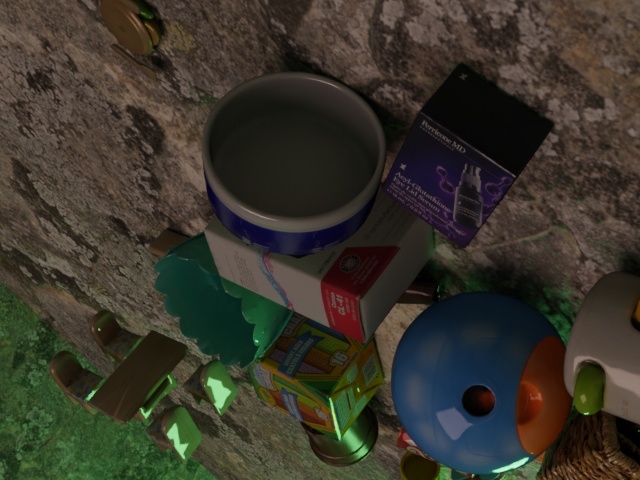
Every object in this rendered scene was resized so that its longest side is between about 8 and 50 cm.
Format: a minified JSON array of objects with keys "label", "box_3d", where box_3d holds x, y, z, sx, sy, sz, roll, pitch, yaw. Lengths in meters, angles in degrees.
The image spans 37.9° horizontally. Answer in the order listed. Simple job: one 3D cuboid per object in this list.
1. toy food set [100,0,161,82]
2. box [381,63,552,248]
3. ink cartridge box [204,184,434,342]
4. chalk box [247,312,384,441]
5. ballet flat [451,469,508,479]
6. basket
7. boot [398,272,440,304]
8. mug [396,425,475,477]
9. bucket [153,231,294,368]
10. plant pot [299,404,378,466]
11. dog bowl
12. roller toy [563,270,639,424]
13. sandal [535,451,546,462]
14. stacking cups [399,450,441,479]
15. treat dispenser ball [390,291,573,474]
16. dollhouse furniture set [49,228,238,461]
[{"label":"toy food set","box_3d":[-0.319,-0.367,1.577,0.132,0.038,0.192,38,157,18]},{"label":"box","box_3d":[0.193,-0.110,1.266,0.153,0.108,0.207,35,151,8]},{"label":"ink cartridge box","box_3d":[0.000,0.000,1.522,0.306,0.226,0.131,23,148,25]},{"label":"chalk box","box_3d":[-0.040,0.257,1.979,0.289,0.179,0.180,21,146,29]},{"label":"ballet flat","box_3d":[0.357,0.490,1.986,0.067,0.073,0.206,18,159,-18]},{"label":"basket","box_3d":[0.531,0.362,1.436,0.299,0.213,0.223,39,148,2]},{"label":"boot","box_3d":[0.109,0.094,1.669,0.207,0.090,0.248,13,170,9]},{"label":"mug","box_3d":[0.253,0.412,1.920,0.169,0.113,0.150,24,174,18]},{"label":"bucket","box_3d":[-0.173,0.093,1.861,0.281,0.183,0.281,28,141,25]},{"label":"plant pot","box_3d":[0.030,0.402,2.081,0.167,0.167,0.165,22,160,28]},{"label":"dog bowl","box_3d":[-0.040,-0.115,1.366,0.265,0.265,0.104,32,153,13]},{"label":"roller toy","box_3d":[0.435,0.146,1.268,0.146,0.209,0.191,19,-176,33]},{"label":"sandal","box_3d":[0.337,0.383,1.827,0.265,0.076,0.102,28,149,20]},{"label":"stacking cups","box_3d":[0.247,0.610,2.240,0.096,0.096,0.316,24,149,25]},{"label":"treat dispenser ball","box_3d":[0.254,0.224,1.478,0.288,0.288,0.288,29,149,19]},{"label":"dollhouse furniture set","box_3d":[-0.360,0.213,2.061,0.362,0.394,0.256,18,145,33]}]
